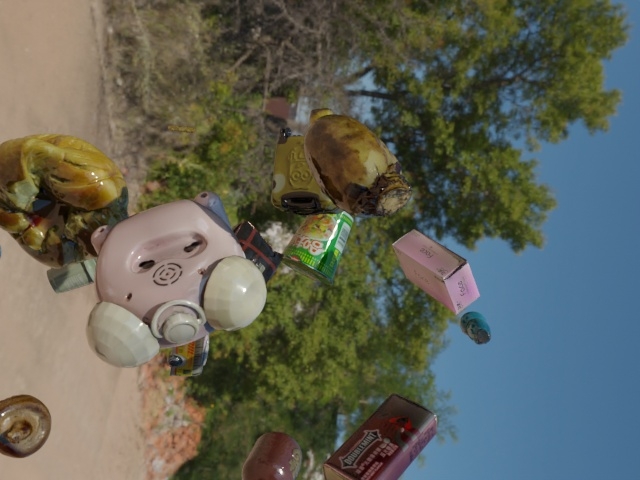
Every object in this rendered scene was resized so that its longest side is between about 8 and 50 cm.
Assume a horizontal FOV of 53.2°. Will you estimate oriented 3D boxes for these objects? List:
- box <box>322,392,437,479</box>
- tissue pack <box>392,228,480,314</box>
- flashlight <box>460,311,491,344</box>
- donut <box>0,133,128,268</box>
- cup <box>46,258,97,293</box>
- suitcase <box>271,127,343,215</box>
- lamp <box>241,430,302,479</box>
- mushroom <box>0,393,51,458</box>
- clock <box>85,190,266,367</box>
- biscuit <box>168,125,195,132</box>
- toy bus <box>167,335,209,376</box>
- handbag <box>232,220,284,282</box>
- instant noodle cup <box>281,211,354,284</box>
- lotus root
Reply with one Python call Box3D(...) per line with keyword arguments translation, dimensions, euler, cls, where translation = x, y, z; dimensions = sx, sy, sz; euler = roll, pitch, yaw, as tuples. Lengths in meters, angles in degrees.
Box3D(translation=(0.118, 0.400, 1.230), dimensions=(0.224, 0.120, 0.069), euler=(-34, 130, -37), cls="box")
Box3D(translation=(0.324, 0.086, 1.805), dimensions=(0.246, 0.092, 0.148), euler=(37, -20, 54), cls="tissue pack")
Box3D(translation=(0.289, 0.162, 1.181), dimensions=(0.129, 0.051, 0.051), euler=(-30, 129, -84), cls="flashlight")
Box3D(translation=(-0.658, -0.103, 1.595), dimensions=(0.170, 0.360, 0.360), euler=(-81, -178, -61), cls="donut")
Box3D(translation=(-0.723, 0.098, 1.885), dimensions=(0.120, 0.141, 0.120), euler=(60, -11, 19), cls="cup")
Box3D(translation=(-0.018, -0.177, 1.693), dimensions=(0.143, 0.194, 0.234), euler=(21, 73, -63), cls="suitcase")
Box3D(translation=(-0.152, 0.730, 2.050), dimensions=(0.258, 0.180, 0.180), euler=(-58, 161, -60), cls="lamp")
Box3D(translation=(-0.572, 0.351, 1.207), dimensions=(0.109, 0.085, 0.126), euler=(-78, 148, -63), cls="mushroom")
Box3D(translation=(-0.293, 0.077, 1.265), dimensions=(0.325, 0.342, 0.184), euler=(-114, -178, -46), cls="clock")
Box3D(translation=(-0.449, -0.360, 2.066), dimensions=(0.081, 0.083, 0.018), euler=(-144, -123, -70), cls="biscuit")
Box3D(translation=(-0.337, 0.244, 1.648), dimensions=(0.092, 0.106, 0.268), euler=(-97, -161, -49), cls="toy bus")
Box3D(translation=(-0.217, 0.071, 1.714), dimensions=(0.155, 0.169, 0.215), euler=(-24, -150, 55), cls="handbag")
Box3D(translation=(0.000, 0.000, 2.115), dimensions=(0.232, 0.207, 0.207), euler=(-63, -178, -11), cls="instant noodle cup")
Box3D(translation=(0.055, -0.143, 1.184), dimensions=(0.141, 0.169, 0.314), euler=(-43, -131, 11), cls="lotus root")
